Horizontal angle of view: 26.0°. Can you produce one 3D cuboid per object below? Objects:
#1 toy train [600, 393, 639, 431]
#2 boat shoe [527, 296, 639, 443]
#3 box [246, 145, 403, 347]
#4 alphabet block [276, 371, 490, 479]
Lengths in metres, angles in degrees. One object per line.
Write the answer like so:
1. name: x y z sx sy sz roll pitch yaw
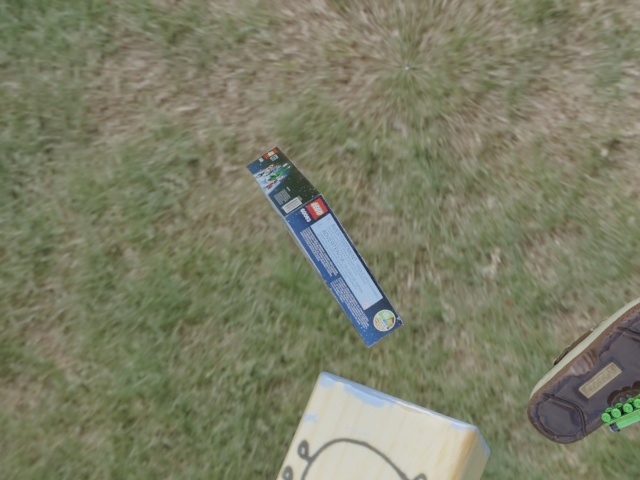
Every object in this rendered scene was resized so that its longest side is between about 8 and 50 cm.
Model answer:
1. toy train: 0.299 0.157 1.292 0.083 0.017 0.023 -32 91 36
2. boat shoe: 0.305 0.097 1.336 0.257 0.095 0.095 -36 98 34
3. box: 0.000 0.000 1.419 0.044 0.233 0.159 -34 110 -2
4. alphabet block: 0.063 0.279 1.533 0.192 0.193 0.197 18 78 18
